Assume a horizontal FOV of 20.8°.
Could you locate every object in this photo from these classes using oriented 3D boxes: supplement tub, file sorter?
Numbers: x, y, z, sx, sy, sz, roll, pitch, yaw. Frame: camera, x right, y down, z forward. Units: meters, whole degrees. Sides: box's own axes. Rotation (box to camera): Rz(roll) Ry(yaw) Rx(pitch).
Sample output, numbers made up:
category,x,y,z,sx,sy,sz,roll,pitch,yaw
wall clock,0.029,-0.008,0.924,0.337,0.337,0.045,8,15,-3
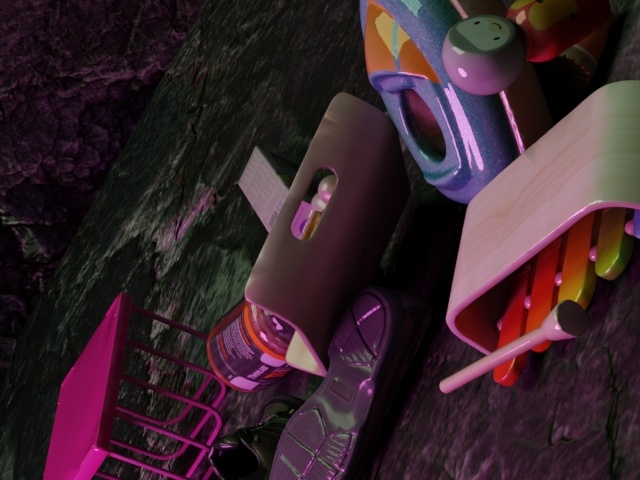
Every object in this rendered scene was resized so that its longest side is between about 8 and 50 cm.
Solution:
category,x,y,z,sx,sy,sz,roll,pitch,yaw
supplement tub,-0.054,0.103,2.040,0.198,0.106,0.106,-42,29,58
file sorter,-0.239,0.259,2.296,0.202,0.182,0.290,-55,20,34

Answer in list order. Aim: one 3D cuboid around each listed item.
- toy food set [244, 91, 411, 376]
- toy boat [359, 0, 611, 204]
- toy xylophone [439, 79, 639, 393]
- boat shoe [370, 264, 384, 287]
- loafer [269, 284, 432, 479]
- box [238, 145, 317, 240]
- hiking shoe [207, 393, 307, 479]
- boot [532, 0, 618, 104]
category,x,y,z,sx,sy,sz,roll,pitch,yaw
toy food set,0.000,0.000,1.750,0.306,0.092,0.219,64,-131,-73
toy boat,0.124,-0.155,1.534,0.148,0.267,0.318,-28,2,-20
toy xylophone,0.189,0.011,1.399,0.323,0.081,0.236,-37,34,62
boat shoe,0.025,0.085,1.910,0.142,0.049,0.040,-60,17,18
loafer,0.037,0.170,1.732,0.096,0.084,0.267,40,114,41
box,-0.050,-0.057,2.335,0.067,0.063,0.324,-63,16,7
hiking shoe,-0.062,0.222,1.877,0.086,0.114,0.227,-61,16,19
boot,0.223,-0.178,1.622,0.084,0.059,0.158,-62,16,-17
